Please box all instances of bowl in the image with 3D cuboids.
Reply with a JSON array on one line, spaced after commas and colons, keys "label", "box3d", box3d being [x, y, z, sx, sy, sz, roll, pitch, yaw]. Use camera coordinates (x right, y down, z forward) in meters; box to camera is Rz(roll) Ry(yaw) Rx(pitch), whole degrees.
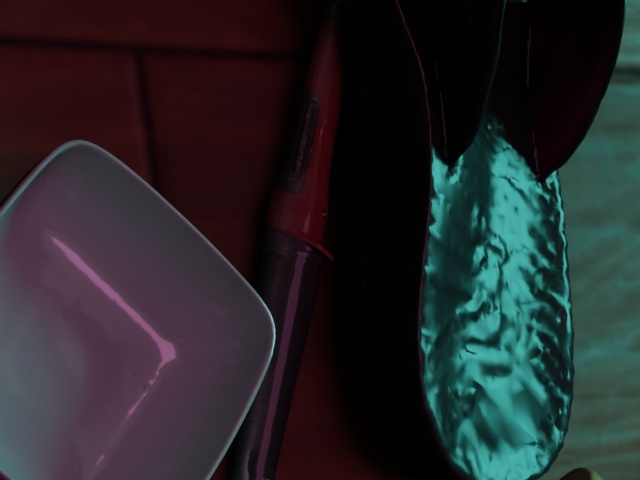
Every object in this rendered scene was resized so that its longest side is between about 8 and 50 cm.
[{"label": "bowl", "box3d": [-0.101, 0.049, 0.715, 0.142, 0.053, 0.142, 44, 55, -21]}]

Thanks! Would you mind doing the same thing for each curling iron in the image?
[{"label": "curling iron", "box3d": [0.000, 0.000, 0.818, 0.068, 0.035, 0.274, 30, 62, -30]}]

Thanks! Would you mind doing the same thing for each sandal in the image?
[{"label": "sandal", "box3d": [0.092, -0.103, 0.828, 0.167, 0.107, 0.445, -5, 90, -49]}]

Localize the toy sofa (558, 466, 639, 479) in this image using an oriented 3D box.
[{"label": "toy sofa", "box3d": [0.105, 0.284, 0.736, 0.150, 0.177, 0.362, 44, 55, -21]}]
